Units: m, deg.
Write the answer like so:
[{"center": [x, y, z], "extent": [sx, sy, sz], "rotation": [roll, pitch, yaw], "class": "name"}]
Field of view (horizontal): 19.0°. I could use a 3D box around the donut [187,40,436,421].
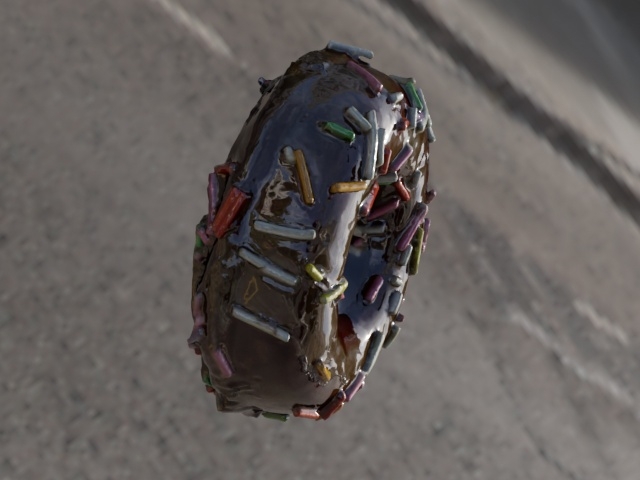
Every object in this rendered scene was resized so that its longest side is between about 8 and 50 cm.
[{"center": [0.000, 0.000, 1.301], "extent": [0.103, 0.270, 0.269], "rotation": [14, 6, 19], "class": "donut"}]
